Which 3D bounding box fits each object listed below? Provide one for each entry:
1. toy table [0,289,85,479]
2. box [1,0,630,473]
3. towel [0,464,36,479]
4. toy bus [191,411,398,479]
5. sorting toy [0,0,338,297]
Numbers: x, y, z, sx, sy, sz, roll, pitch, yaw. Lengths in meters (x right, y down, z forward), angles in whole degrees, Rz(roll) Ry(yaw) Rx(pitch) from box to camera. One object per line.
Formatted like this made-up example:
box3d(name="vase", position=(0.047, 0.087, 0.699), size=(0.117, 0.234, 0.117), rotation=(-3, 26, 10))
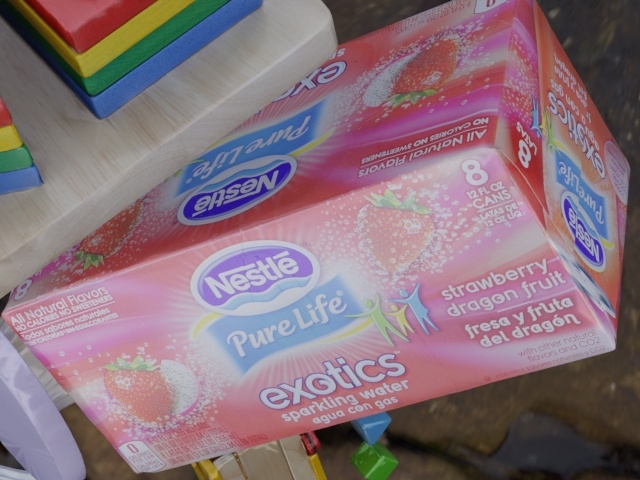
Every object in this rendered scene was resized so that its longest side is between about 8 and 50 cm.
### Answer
box3d(name="toy table", position=(-0.254, 0.103, 1.555), size=(0.252, 0.274, 0.161), rotation=(37, 66, 25))
box3d(name="box", position=(0.000, 0.000, 0.879), size=(0.300, 0.154, 0.142), rotation=(-18, 125, 28))
box3d(name="towel", position=(-0.368, 0.372, 1.711), size=(0.034, 0.209, 0.285), rotation=(4, 76, 47))
box3d(name="toy bus", position=(-0.053, 0.200, 1.385), size=(0.104, 0.191, 0.202), rotation=(45, 116, 43))
box3d(name="sorting toy", position=(-0.172, -0.111, 0.690), size=(0.255, 0.089, 0.257), rotation=(-37, 63, -14))
